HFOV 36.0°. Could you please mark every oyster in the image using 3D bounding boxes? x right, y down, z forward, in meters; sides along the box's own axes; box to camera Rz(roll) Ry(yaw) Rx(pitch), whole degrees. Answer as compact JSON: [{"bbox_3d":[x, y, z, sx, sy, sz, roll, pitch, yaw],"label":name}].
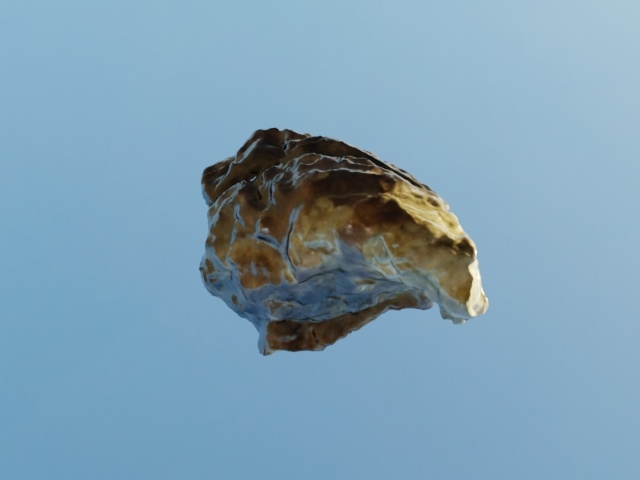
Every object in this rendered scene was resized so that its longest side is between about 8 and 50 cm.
[{"bbox_3d":[-0.007,0.001,0.873,0.100,0.271,0.275,-14,-112,-50],"label":"oyster"}]
